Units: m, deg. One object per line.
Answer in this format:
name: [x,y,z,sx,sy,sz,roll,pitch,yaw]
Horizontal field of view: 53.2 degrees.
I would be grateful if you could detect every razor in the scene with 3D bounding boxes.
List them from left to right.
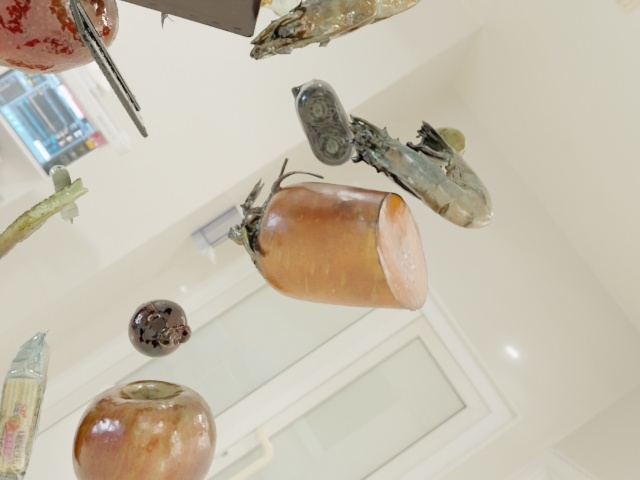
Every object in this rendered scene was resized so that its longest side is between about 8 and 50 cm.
razor: [0.006,-0.299,1.582,0.349,0.113,0.205,-106,172,-73]

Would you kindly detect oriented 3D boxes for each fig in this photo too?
fig: [0.230,-0.172,1.209,0.084,0.082,0.098,19,25,13]

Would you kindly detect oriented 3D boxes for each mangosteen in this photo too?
mangosteen: [-0.389,0.216,1.558,0.153,0.152,0.152,56,-6,9]

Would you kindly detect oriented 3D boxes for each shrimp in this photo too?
shrimp: [0.001,-0.300,0.791,0.169,0.296,0.058,35,-37,34]
shrimp: [0.182,-0.135,1.086,0.289,0.178,0.075,33,-49,9]

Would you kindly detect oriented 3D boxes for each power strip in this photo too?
power strip: [-0.677,-0.120,1.697,0.030,0.047,0.191,42,-38,38]

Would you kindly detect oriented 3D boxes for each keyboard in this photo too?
keyboard: [-0.386,-0.311,1.181,0.310,0.018,0.101,77,-9,-66]

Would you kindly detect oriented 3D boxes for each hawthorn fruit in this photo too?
hawthorn fruit: [-0.585,-0.446,1.260,0.285,0.368,0.285,57,-3,5]

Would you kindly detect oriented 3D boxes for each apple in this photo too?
apple: [-0.358,0.435,1.320,0.302,0.301,0.301,56,-6,9]

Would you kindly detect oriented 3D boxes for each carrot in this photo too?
carrot: [0.000,0.000,1.011,0.214,0.331,0.193,76,26,-47]

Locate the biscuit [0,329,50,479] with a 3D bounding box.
biscuit: [-0.607,0.349,1.294,0.186,0.079,0.309,-131,-126,-71]

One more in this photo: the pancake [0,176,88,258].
pancake: [-0.749,-0.025,1.642,0.054,0.376,0.197,50,1,-8]

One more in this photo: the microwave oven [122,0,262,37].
microwave oven: [-0.154,-0.371,0.687,0.188,0.247,0.178,115,-14,-54]

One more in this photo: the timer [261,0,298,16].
timer: [-0.149,-0.516,1.287,0.265,0.175,0.175,17,15,-28]

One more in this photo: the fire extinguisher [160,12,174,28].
fire extinguisher: [-0.395,-0.770,1.943,0.093,0.294,0.118,44,-2,18]
